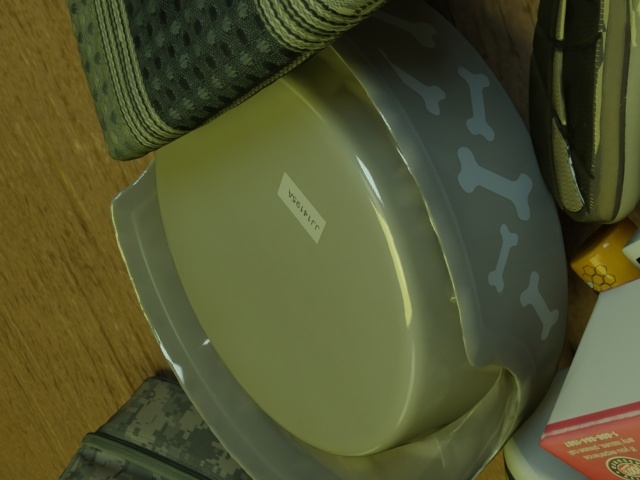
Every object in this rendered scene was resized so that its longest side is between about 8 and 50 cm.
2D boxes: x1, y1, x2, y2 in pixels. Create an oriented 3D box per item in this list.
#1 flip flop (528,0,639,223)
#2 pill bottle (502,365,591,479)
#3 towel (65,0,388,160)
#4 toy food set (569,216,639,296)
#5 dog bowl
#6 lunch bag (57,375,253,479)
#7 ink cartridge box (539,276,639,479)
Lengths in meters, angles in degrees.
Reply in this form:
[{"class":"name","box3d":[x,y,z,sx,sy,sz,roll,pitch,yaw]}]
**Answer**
[{"class":"flip flop","box3d":[0.147,-0.135,0.524,0.080,0.112,0.277,-4,117,-7]},{"class":"pill bottle","box3d":[0.181,0.191,0.767,0.119,0.119,0.208,17,134,33]},{"class":"towel","box3d":[-0.064,-0.225,0.568,0.312,0.056,0.324,-21,81,59]},{"class":"toy food set","box3d":[0.226,-0.007,0.550,0.104,0.111,0.232,45,150,-2]},{"class":"dog bowl","box3d":[0.000,0.000,0.713,0.349,0.102,0.349,33,136,40]},{"class":"lunch bag","box3d":[-0.134,0.320,1.073,0.212,0.256,0.305,20,136,31]},{"class":"ink cartridge box","box3d":[0.232,0.094,0.507,0.218,0.092,0.158,35,152,-12]}]
